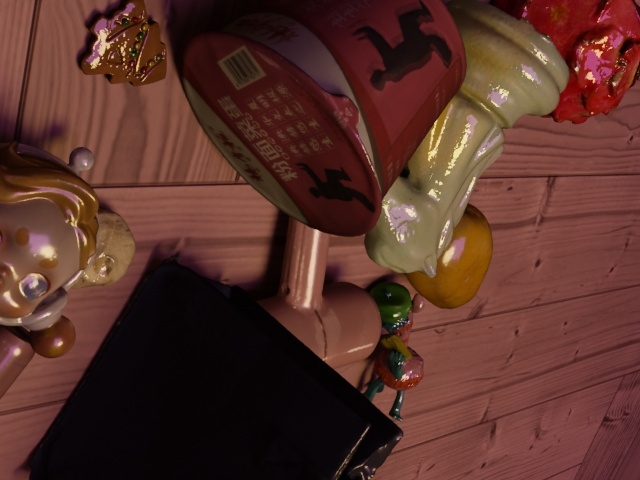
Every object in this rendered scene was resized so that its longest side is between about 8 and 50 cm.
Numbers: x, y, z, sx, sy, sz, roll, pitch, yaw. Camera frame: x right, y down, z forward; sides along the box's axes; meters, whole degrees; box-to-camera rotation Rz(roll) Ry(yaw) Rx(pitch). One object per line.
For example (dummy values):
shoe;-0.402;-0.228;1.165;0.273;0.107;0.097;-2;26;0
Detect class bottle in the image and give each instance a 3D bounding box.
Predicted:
bottle;-0.322;0.138;0.813;0.140;0.053;0.053;-52;141;-1

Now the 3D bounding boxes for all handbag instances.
handbag;-0.109;0.223;0.873;0.303;0.329;0.122;-57;145;4

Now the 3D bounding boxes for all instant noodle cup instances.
instant noodle cup;0.013;-0.143;0.822;0.178;0.235;0.234;-46;141;-24

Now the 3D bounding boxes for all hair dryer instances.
hair dryer;0.000;0.000;1.011;0.189;0.107;0.344;-9;118;-41

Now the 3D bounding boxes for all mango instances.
mango;0.172;0.025;1.194;0.137;0.098;0.195;-41;147;-20

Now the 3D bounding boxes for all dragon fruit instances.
dragon fruit;0.296;-0.230;1.106;0.189;0.163;0.261;-20;137;3

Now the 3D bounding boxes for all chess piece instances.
chess piece;0.134;-0.105;0.991;0.176;0.176;0.298;29;93;-51

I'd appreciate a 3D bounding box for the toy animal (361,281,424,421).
toy animal;0.098;0.160;1.214;0.100;0.103;0.208;7;126;1

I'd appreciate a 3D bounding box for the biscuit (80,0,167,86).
biscuit;-0.167;-0.166;0.776;0.082;0.016;0.092;-52;139;-3

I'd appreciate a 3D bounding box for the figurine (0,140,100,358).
figurine;-0.291;0.037;0.721;0.194;0.133;0.274;29;103;-28

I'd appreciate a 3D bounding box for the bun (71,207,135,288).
bun;-0.212;0.011;0.829;0.086;0.055;0.086;-25;132;-30
